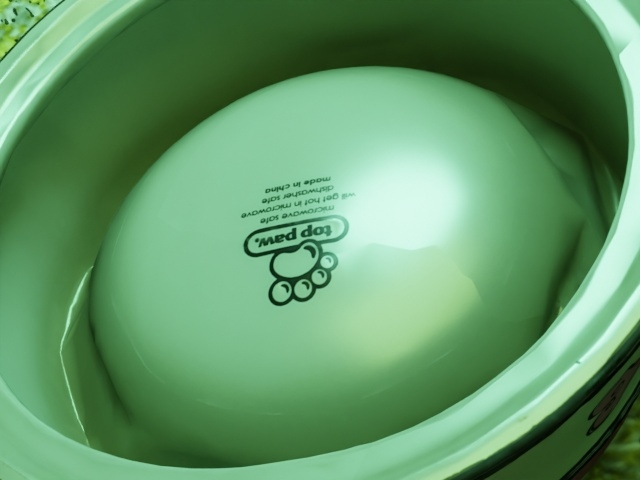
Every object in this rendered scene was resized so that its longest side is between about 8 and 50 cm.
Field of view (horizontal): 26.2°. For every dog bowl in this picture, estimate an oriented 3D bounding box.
[{"bbox_3d":[0.000,0.000,0.722,0.408,0.150,0.408,-10,51,12],"label":"dog bowl"}]
